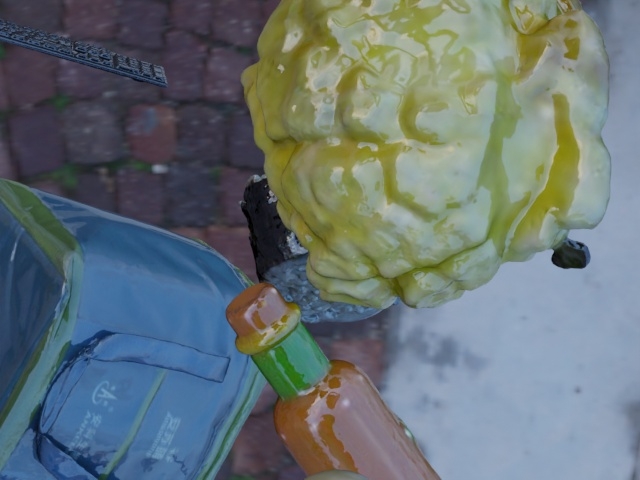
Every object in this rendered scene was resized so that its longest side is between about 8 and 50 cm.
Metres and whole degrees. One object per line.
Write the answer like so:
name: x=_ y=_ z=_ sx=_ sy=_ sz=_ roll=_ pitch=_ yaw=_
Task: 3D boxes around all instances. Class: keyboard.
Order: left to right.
keyboard: x=-0.199 y=-0.136 z=1.295 sx=0.198 sy=0.063 sz=0.010 roll=15 pitch=102 yaw=-12

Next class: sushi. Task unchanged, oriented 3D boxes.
sushi: x=0.000 y=0.000 z=1.235 sx=0.090 sy=0.150 sz=0.078 roll=-10 pitch=72 yaw=10

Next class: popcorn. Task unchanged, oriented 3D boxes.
popcorn: x=0.050 y=-0.052 z=0.864 sx=0.170 sy=0.180 sz=0.180 roll=34 pitch=74 yaw=-18

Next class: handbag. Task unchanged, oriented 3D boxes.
handbag: x=-0.198 y=0.102 z=1.560 sx=0.241 sy=0.222 sz=0.263 roll=16 pitch=105 yaw=-42

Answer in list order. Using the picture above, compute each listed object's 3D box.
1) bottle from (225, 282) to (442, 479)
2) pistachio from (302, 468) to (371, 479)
bottle: x=0.007 y=0.106 z=1.160 sx=0.069 sy=0.069 sz=0.187 roll=-42 pitch=108 yaw=-23
pistachio: x=-0.005 y=0.252 z=0.915 sx=0.162 sy=0.181 sz=0.293 roll=3 pitch=95 yaw=-43
